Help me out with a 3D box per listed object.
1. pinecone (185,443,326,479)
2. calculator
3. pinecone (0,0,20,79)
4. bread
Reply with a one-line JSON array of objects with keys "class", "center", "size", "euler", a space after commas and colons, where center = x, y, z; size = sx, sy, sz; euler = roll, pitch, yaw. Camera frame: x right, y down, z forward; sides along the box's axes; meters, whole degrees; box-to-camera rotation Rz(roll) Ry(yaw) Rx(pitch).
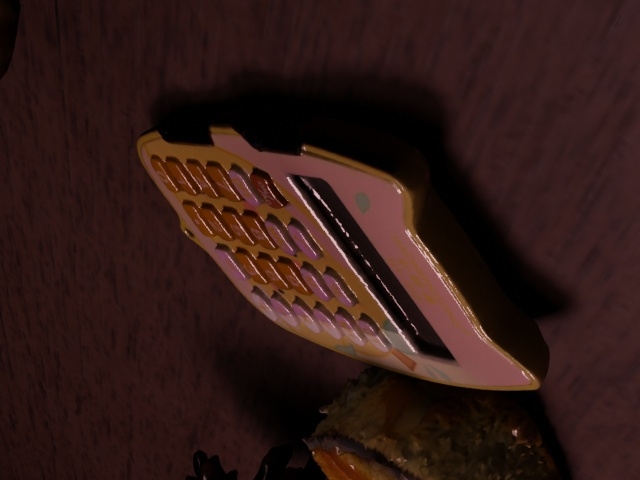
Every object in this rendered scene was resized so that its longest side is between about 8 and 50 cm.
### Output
[{"class": "pinecone", "center": [-0.006, 0.254, 0.861], "size": [0.292, 0.246, 0.246], "euler": [54, 159, 16]}, {"class": "calculator", "center": [0.000, 0.000, 0.666], "size": [0.236, 0.033, 0.157], "euler": [8, 141, 53]}, {"class": "pinecone", "center": [-0.301, -0.084, 0.566], "size": [0.398, 0.398, 0.398], "euler": [32, 154, 18]}, {"class": "bread", "center": [0.056, 0.119, 0.736], "size": [0.128, 0.069, 0.140], "euler": [24, 154, 34]}]
